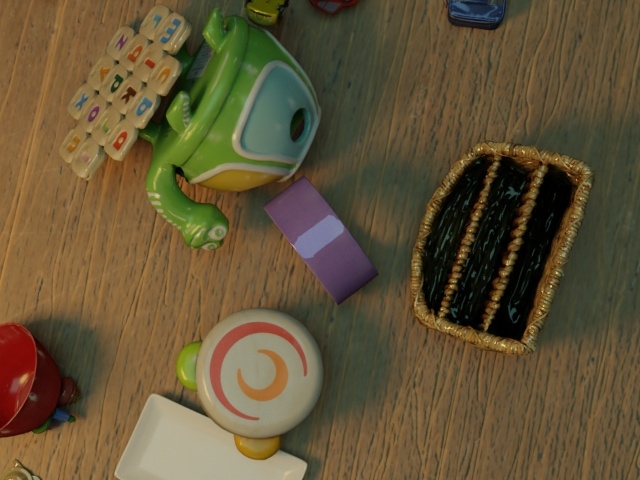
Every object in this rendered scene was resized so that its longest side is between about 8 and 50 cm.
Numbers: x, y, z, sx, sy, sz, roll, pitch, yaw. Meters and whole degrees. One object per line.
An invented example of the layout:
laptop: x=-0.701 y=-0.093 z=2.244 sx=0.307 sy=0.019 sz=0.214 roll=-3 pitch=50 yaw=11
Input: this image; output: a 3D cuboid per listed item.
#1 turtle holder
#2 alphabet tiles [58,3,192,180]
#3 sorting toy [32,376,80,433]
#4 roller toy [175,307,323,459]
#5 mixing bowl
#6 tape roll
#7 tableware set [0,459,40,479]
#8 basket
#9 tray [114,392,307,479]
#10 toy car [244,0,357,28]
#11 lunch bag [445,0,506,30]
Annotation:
turtle holder: x=-0.133 y=-0.168 z=1.727 sx=0.227 sy=0.243 sz=0.320 roll=27 pitch=53 yaw=-22
alphabet tiles: x=-0.299 y=-0.228 z=1.756 sx=0.021 sy=0.278 sz=0.284 roll=33 pitch=93 yaw=-34
sorting toy: x=-0.407 y=0.264 z=1.802 sx=0.042 sy=0.061 sz=0.102 roll=31 pitch=95 yaw=-38
roller toy: x=-0.093 y=0.204 z=1.740 sx=0.191 sy=0.146 sz=0.209 roll=-41 pitch=87 yaw=-12
mixing bowl: x=-0.463 y=0.227 z=1.763 sx=0.181 sy=0.098 sz=0.181 roll=-18 pitch=56 yaw=29
tape roll: x=0.000 y=0.000 z=1.735 sx=0.080 sy=0.189 sz=0.189 roll=-38 pitch=84 yaw=-1
tableware set: x=-0.469 y=0.433 z=1.798 sx=0.141 sy=0.020 sz=0.168 roll=37 pitch=88 yaw=8
basket: x=0.250 y=0.004 z=1.707 sx=0.213 sy=0.223 sz=0.299 roll=21 pitch=86 yaw=5
tray: x=-0.168 y=0.354 z=1.786 sx=0.270 sy=0.030 sz=0.145 roll=24 pitch=86 yaw=5
toy car: x=-0.080 y=-0.407 z=1.825 sx=0.225 sy=0.053 sz=0.239 roll=39 pitch=42 yaw=27
lunch bag: x=0.244 y=-0.376 z=1.825 sx=0.098 sy=0.065 sz=0.067 roll=6 pitch=84 yaw=3
